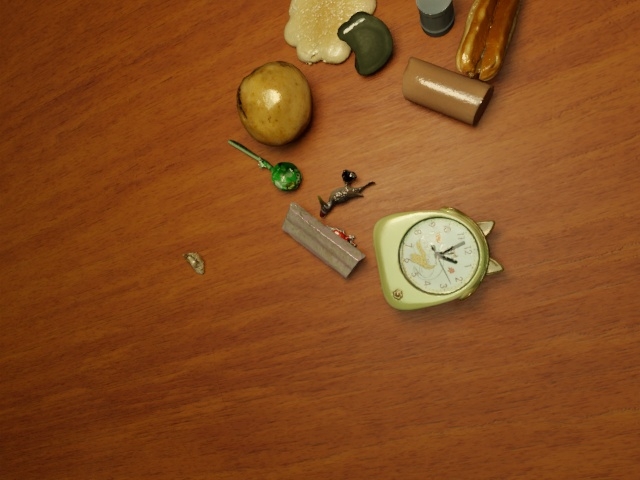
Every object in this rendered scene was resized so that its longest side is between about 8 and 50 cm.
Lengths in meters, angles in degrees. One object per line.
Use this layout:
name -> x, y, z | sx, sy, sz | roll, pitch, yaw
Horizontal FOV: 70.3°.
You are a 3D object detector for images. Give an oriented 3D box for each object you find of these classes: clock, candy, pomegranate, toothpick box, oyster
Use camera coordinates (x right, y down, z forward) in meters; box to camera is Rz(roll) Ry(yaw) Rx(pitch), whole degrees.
clock -> 0.340, 0.045, 1.331 | 0.348, 0.117, 0.286 | -10, 87, 17
candy -> -0.198, -0.265, 1.532 | 0.323, 0.097, 0.097 | 35, 100, 23
pomegranate -> -0.136, -0.423, 1.410 | 0.260, 0.260, 0.260 | 0, 90, 18
toothpick box -> 0.332, -0.665, 1.307 | 0.101, 0.153, 0.101 | 0, 90, 17
oyster -> -0.448, 0.079, 1.634 | 0.081, 0.038, 0.083 | -1, 116, 28

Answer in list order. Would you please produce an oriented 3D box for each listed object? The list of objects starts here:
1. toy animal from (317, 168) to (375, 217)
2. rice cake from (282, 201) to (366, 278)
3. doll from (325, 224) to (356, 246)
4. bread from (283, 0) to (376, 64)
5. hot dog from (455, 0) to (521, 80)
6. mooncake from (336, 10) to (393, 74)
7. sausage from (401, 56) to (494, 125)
toy animal -> 0.068, -0.147, 1.443 | 0.202, 0.070, 0.105 | -43, 97, 10
rice cake -> 0.001, 0.002, 1.452 | 0.298, 0.050, 0.106 | 38, 133, 14
doll -> 0.064, -0.013, 1.460 | 0.114, 0.039, 0.057 | 41, 129, 5
bread -> 0.026, -0.714, 1.459 | 0.316, 0.054, 0.316 | 0, 89, 18
hot dog -> 0.473, -0.600, 1.274 | 0.135, 0.100, 0.337 | 19, 79, 4
mooncake -> 0.129, -0.594, 1.374 | 0.168, 0.104, 0.175 | -5, 124, -10
sausage -> 0.357, -0.433, 1.318 | 0.253, 0.123, 0.123 | 28, 99, 17
